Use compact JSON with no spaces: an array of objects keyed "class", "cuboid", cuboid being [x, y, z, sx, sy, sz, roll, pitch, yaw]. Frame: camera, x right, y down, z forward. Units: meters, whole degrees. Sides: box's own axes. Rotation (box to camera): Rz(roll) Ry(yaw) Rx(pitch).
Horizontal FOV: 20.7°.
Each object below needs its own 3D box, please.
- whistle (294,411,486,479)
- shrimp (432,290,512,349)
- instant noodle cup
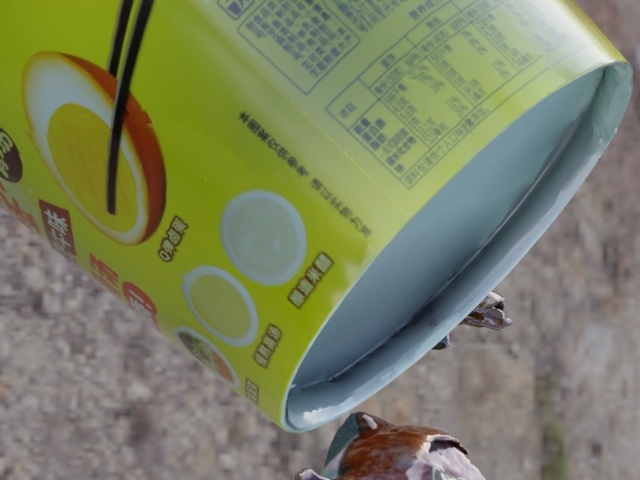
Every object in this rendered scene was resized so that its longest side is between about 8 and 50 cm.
[{"class":"whistle","cuboid":[0.099,0.217,1.178,0.346,0.134,0.142,30,21,-39]},{"class":"shrimp","cuboid":[0.000,0.001,1.181,0.062,0.294,0.154,-87,-158,-52]},{"class":"instant noodle cup","cuboid":[-0.011,-0.065,0.834,0.311,0.221,0.311,-40,163,-15]}]
